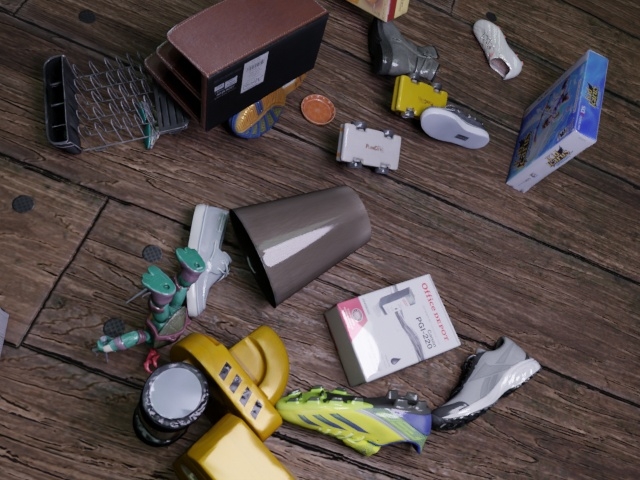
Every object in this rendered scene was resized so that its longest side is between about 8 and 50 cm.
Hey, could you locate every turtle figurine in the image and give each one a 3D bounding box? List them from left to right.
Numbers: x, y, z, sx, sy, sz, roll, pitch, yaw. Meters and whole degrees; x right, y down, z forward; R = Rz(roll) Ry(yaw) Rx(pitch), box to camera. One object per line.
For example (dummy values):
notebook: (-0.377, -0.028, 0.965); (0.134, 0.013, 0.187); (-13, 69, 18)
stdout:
turtle figurine: (-0.277, 0.121, 0.816); (0.118, 0.234, 0.175); (30, 36, -10)

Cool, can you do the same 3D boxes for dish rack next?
dish rack: (-0.399, -0.287, 0.968); (0.272, 0.074, 0.208); (-13, 72, -4)

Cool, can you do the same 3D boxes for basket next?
basket: (-0.031, -0.011, 0.934); (0.227, 0.154, 0.204); (-25, 84, -18)

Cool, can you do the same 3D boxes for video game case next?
video game case: (0.574, -0.285, 1.185); (0.061, 0.244, 0.269); (26, 63, -4)

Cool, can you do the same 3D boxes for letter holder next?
letter holder: (-0.173, -0.398, 0.948); (0.302, 0.152, 0.214); (-40, 80, -26)

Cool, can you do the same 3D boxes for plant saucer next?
plant saucer: (-0.006, -0.310, 1.154); (0.084, 0.013, 0.083); (6, 67, -15)

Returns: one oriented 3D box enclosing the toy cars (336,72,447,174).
toy cars: (0.160, -0.276, 1.142); (0.394, 0.087, 0.176); (-45, 126, -26)

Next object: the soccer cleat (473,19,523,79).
soccer cleat: (0.492, -0.541, 1.366); (0.076, 0.068, 0.196); (-33, 84, -22)

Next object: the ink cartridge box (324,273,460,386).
ink cartridge box: (0.141, 0.175, 0.956); (0.218, 0.092, 0.158); (-15, 74, -23)

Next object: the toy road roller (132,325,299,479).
toy road roller: (-0.126, 0.289, 0.776); (0.241, 0.202, 0.329); (-36, 80, -36)

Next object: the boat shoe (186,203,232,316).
boat shoe: (-0.209, 0.034, 0.917); (0.081, 0.079, 0.227); (5, 64, -10)

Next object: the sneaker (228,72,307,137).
sneaker: (-0.140, -0.351, 1.097); (0.131, 0.111, 0.296); (24, 60, 13)

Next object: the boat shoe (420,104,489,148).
boat shoe: (0.328, -0.292, 1.185); (0.229, 0.080, 0.076); (9, 63, -31)

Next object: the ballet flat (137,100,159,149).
ballet flat: (-0.353, -0.241, 1.012); (0.041, 0.041, 0.114); (-12, 73, -20)

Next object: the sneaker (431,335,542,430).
sneaker: (0.313, 0.286, 0.968); (0.272, 0.100, 0.108); (-24, 63, -27)

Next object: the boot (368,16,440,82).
boot: (0.214, -0.496, 1.241); (0.161, 0.083, 0.246); (5, 57, -12)

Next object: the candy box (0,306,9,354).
candy box: (-0.593, 0.214, 0.736); (0.159, 0.071, 0.233); (5, 67, -15)

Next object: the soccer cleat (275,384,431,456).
soccer cleat: (0.061, 0.332, 0.871); (0.290, 0.093, 0.121); (6, 90, -8)

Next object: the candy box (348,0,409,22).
candy box: (0.087, -0.701, 1.197); (0.088, 0.182, 0.316); (-37, 63, -26)
